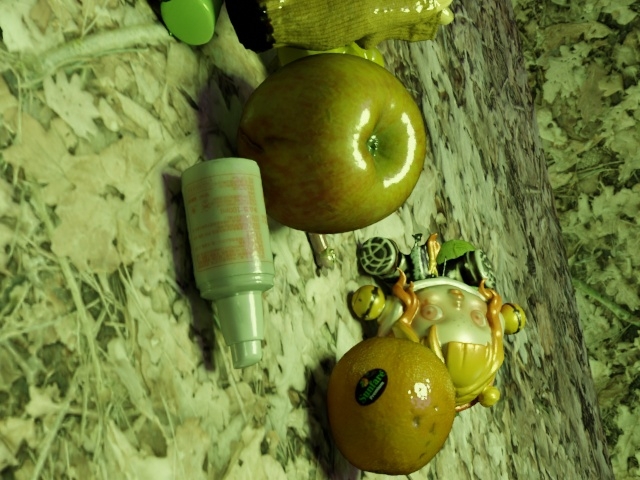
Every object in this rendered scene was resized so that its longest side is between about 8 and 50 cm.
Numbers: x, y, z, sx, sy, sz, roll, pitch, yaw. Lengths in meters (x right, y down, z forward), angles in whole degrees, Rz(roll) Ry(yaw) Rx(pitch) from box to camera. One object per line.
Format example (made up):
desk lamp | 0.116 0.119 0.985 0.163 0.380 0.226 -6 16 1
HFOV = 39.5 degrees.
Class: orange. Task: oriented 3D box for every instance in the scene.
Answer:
orange | 0.101 0.240 1.295 0.206 0.206 0.206 40 42 -49

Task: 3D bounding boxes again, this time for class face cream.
face cream | -0.107 0.030 1.097 0.101 0.101 0.252 12 66 -61

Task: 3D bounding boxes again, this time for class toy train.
toy train | -0.168 -0.385 1.217 0.157 0.105 0.253 66 26 -47

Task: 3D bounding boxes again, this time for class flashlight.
flashlight | 0.000 0.000 1.401 0.052 0.031 0.110 -40 112 -61

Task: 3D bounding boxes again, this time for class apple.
apple | 0.022 -0.133 1.233 0.264 0.264 0.264 40 42 -49

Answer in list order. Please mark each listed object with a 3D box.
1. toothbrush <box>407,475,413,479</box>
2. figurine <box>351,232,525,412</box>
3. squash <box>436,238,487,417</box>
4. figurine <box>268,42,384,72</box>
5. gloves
toothbrush | 0.154 0.403 1.511 0.097 0.008 0.006 54 19 -34
figurine | 0.196 0.154 1.522 0.320 0.196 0.323 8 50 -15
squash | 0.277 0.166 1.766 0.118 0.118 0.371 40 44 -49
figurine | 0.025 -0.217 1.424 0.218 0.169 0.327 -29 100 -47
gloves | 0.047 -0.344 1.237 0.356 0.203 0.155 -8 101 -21
